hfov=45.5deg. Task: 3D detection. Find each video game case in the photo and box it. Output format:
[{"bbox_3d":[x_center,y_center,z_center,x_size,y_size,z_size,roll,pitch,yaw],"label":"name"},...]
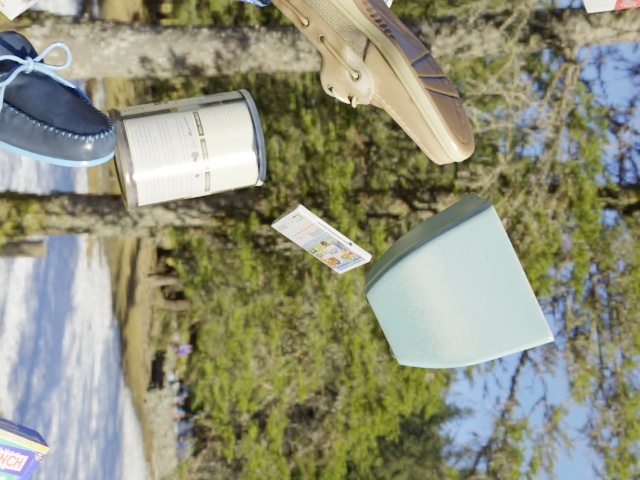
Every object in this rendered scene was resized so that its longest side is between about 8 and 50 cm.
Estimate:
[{"bbox_3d":[0.000,0.000,1.035,0.087,0.122,0.011,-29,-151,60],"label":"video game case"}]

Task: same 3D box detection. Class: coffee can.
[{"bbox_3d":[-0.268,-0.183,1.522,0.201,0.276,0.201,168,-90,-73],"label":"coffee can"}]

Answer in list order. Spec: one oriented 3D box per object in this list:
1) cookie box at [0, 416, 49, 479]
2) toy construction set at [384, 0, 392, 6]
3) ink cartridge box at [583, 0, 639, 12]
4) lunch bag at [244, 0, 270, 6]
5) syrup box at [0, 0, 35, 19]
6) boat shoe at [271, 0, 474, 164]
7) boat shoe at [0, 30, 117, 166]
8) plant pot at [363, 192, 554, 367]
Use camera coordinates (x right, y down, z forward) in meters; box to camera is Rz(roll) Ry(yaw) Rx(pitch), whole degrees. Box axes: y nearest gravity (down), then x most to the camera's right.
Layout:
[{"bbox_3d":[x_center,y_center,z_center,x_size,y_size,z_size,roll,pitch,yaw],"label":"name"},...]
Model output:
[{"bbox_3d":[-0.344,0.232,0.768,0.040,0.092,0.107,24,-102,47],"label":"cookie box"},{"bbox_3d":[0.050,-0.528,1.586,0.328,0.151,0.215,31,-46,29],"label":"toy construction set"},{"bbox_3d":[0.459,-0.439,1.215,0.056,0.099,0.135,-56,130,-23],"label":"ink cartridge box"},{"bbox_3d":[-0.112,-0.403,1.024,0.151,0.096,0.128,14,79,-55],"label":"lunch bag"},{"bbox_3d":[-0.375,-0.401,1.022,0.237,0.096,0.093,-19,-152,46],"label":"syrup box"},{"bbox_3d":[0.057,-0.218,0.930,0.341,0.110,0.122,56,27,11],"label":"boat shoe"},{"bbox_3d":[-0.305,-0.154,0.710,0.089,0.258,0.109,-67,173,30],"label":"boat shoe"},{"bbox_3d":[0.215,0.088,1.324,0.247,0.252,0.247,64,6,-5],"label":"plant pot"}]
